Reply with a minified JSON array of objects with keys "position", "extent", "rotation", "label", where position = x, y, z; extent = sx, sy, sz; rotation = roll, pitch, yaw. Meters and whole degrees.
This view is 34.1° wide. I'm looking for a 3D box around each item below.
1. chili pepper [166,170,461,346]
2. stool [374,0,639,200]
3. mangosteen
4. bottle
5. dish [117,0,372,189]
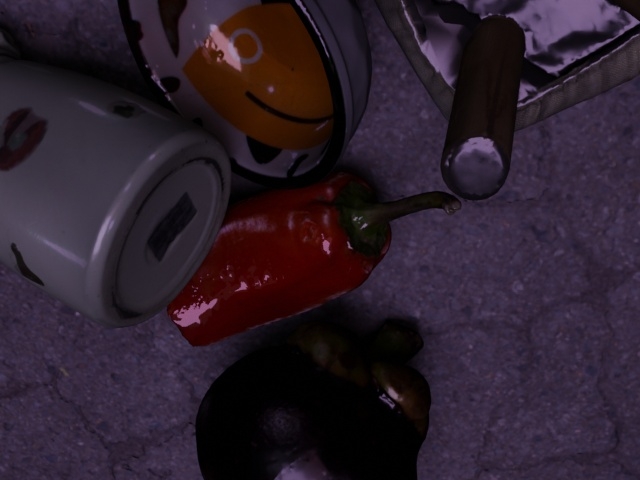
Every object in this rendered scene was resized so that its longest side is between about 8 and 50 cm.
[{"position":[0.000,-0.003,1.070],"extent":[0.338,0.134,0.131],"rotation":[-25,154,23],"label":"chili pepper"},{"position":[0.184,-0.226,0.877],"extent":[0.310,0.226,0.310],"rotation":[-25,111,21],"label":"stool"},{"position":[0.004,0.216,1.141],"extent":[0.287,0.287,0.233],"rotation":[45,143,-15],"label":"mangosteen"},{"position":[-0.287,-0.072,1.004],"extent":[0.352,0.229,0.229],"rotation":[27,120,17],"label":"bottle"},{"position":[-0.053,-0.194,0.952],"extent":[0.303,0.120,0.303],"rotation":[30,143,26],"label":"dish"}]
